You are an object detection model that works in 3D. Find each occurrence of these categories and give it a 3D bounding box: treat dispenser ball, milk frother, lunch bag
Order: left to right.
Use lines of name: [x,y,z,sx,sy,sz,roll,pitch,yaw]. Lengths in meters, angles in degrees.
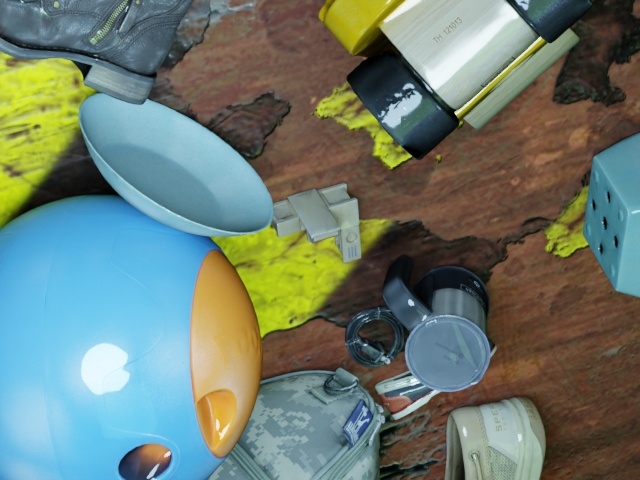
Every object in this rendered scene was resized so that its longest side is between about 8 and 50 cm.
treat dispenser ball: [-0.195,0.103,1.705,0.288,0.288,0.288,-13,129,-17]
lunch bag: [-0.052,0.296,1.985,0.256,0.212,0.305,-28,135,-27]
milk frother: [0.097,0.102,1.945,0.129,0.135,0.143,26,110,-4]

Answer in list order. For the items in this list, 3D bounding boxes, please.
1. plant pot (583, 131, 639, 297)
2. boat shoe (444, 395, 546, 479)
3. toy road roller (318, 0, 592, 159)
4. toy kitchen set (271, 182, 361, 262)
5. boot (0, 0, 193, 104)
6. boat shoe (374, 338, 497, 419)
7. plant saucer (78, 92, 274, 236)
plant pot: [0.401,-0.030,1.982,0.234,0.165,0.166,-7,127,-11]
boat shoe: [0.168,0.328,2.171,0.110,0.122,0.341,-3,115,-18]
toy road roller: [0.093,-0.226,1.667,0.202,0.240,0.329,-41,176,11]
toy kitchen set: [0.000,0.000,1.867,0.083,0.068,0.075,-16,130,-14]
boot: [-0.179,-0.251,1.594,0.263,0.091,0.229,21,108,-40]
boat shoe: [0.124,0.138,2.048,0.137,0.049,0.043,-32,93,-1]
plant saucer: [-0.133,-0.056,1.677,0.195,0.195,0.037,18,118,-34]
